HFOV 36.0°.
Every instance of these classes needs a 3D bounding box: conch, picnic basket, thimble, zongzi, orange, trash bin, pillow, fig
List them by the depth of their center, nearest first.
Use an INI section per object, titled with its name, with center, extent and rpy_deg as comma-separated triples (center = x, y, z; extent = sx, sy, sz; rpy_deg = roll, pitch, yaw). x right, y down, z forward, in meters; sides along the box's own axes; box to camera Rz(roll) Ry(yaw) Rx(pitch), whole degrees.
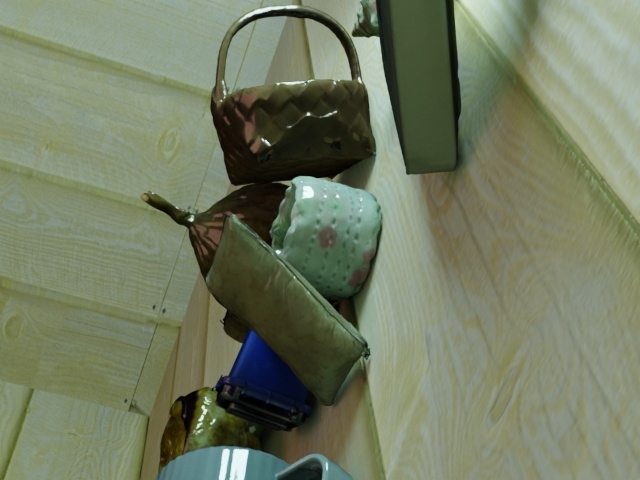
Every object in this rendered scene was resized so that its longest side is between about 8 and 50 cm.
[pillow]
center = -0.058, 0.111, 1.488
extent = 0.075, 0.302, 0.185
rpy_deg = -33, -21, -38
[conch]
center = 0.144, -0.390, 1.583
extent = 0.233, 0.114, 0.137
rpy_deg = -31, 42, 18
[thimble]
center = 0.000, 0.000, 1.590
extent = 0.211, 0.149, 0.186
rpy_deg = 152, 131, -74
[trash bin]
center = -0.069, 0.189, 1.649
extent = 0.184, 0.162, 0.235
rpy_deg = 129, 162, -71
[orange]
center = -0.212, 0.458, 1.784
extent = 0.271, 0.210, 0.369
rpy_deg = 144, 141, -62
[picnic basket]
center = -0.057, -0.275, 1.789
extent = 0.337, 0.292, 0.337
rpy_deg = 175, 90, -73
[fig]
center = -0.180, -0.014, 1.936
extent = 0.286, 0.368, 0.286
rpy_deg = -155, 90, -84
[zongzi]
center = -0.147, 0.119, 2.237
extent = 0.194, 0.099, 0.197
rpy_deg = 120, 173, -47

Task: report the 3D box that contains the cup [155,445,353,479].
[cup]
center = -0.122, 0.441, 1.298
extent = 0.311, 0.256, 0.331
rpy_deg = -87, 16, -52

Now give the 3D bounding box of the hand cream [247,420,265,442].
[hand cream]
center = -0.137, 0.331, 1.911
extent = 0.147, 0.093, 0.306
rpy_deg = -100, 27, -54

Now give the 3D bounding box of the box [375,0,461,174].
[box]
center = 0.119, -0.316, 1.301
extent = 0.367, 0.090, 0.373
rpy_deg = -92, -7, -57
